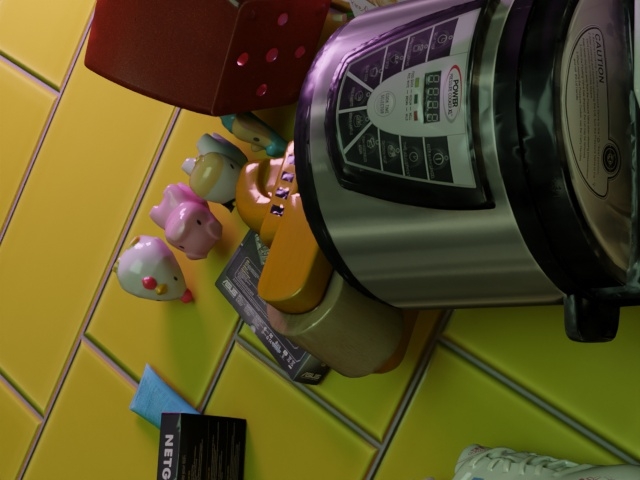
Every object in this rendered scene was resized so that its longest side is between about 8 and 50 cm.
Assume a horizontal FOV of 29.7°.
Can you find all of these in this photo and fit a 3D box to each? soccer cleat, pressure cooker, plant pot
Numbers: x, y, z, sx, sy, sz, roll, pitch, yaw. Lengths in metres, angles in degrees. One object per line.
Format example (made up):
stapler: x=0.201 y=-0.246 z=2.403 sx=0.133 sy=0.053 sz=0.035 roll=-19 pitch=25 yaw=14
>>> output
soccer cleat: x=0.227 y=0.285 z=1.373 sx=0.331 sy=0.116 sz=0.143 roll=-28 pitch=62 yaw=34
pressure cooker: x=0.229 y=-0.113 z=1.306 sx=0.420 sy=0.370 sz=0.375 roll=-4 pitch=36 yaw=41
plant pot: x=-0.144 y=-0.321 z=1.738 sx=0.236 sy=0.267 sz=0.267 roll=40 pitch=126 yaw=31

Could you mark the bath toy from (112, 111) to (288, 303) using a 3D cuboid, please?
bath toy: x=-0.184 y=-0.039 z=1.826 sx=0.129 sy=0.151 sz=0.348 roll=38 pitch=109 yaw=4

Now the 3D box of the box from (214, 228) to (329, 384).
box: x=-0.033 y=0.062 z=1.704 sx=0.231 sy=0.056 sz=0.183 roll=46 pitch=109 yaw=39

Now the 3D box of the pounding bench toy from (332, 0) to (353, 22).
pounding bench toy: x=0.053 y=-0.346 z=1.723 sx=0.052 sy=0.065 sz=0.083 roll=25 pitch=101 yaw=42

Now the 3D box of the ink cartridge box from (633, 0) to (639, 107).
ink cartridge box: x=0.406 y=-0.088 z=0.997 sx=0.308 sy=0.091 sz=0.385 roll=0 pitch=87 yaw=51

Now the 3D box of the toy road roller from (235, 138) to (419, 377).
toy road roller: x=0.000 y=0.000 z=1.534 sx=0.241 sy=0.202 sz=0.329 roll=-6 pitch=57 yaw=41

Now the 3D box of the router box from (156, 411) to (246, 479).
router box: x=-0.169 y=0.336 z=1.705 sx=0.046 sy=0.133 sz=0.178 roll=-8 pitch=74 yaw=40

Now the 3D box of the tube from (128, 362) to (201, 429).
tube: x=-0.231 y=0.263 z=1.841 sx=0.207 sy=0.052 sz=0.080 roll=28 pitch=93 yaw=48

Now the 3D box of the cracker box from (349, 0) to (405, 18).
cracker box: x=0.097 y=-0.329 z=1.570 sx=0.067 sy=0.232 sz=0.156 roll=-40 pitch=46 yaw=-15
